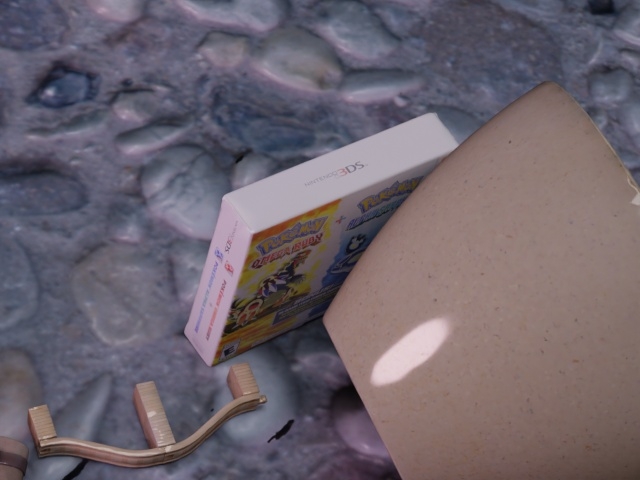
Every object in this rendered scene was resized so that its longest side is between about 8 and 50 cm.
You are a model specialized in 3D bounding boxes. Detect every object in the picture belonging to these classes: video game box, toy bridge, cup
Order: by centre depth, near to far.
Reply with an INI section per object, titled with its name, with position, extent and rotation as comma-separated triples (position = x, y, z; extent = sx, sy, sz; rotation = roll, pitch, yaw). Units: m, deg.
[cup]
position = 0.143, 0.080, 1.365
extent = 0.237, 0.331, 0.331
rotation = -28, 59, 0
[toy bridge]
position = -0.128, 0.141, 1.397
extent = 0.188, 0.026, 0.063
rotation = -10, 58, -22
[video game box]
position = 0.000, 0.000, 1.440
extent = 0.205, 0.187, 0.048
rotation = -24, 61, -29

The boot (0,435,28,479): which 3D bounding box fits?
[boot]
position = -0.237, 0.186, 1.324
extent = 0.118, 0.042, 0.087
rotation = 23, 48, 4
